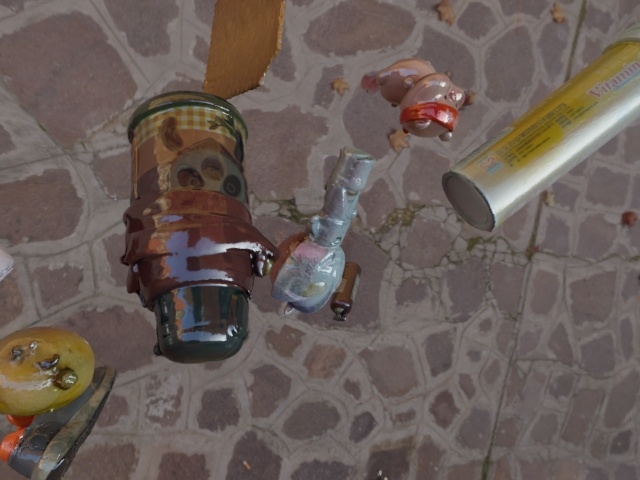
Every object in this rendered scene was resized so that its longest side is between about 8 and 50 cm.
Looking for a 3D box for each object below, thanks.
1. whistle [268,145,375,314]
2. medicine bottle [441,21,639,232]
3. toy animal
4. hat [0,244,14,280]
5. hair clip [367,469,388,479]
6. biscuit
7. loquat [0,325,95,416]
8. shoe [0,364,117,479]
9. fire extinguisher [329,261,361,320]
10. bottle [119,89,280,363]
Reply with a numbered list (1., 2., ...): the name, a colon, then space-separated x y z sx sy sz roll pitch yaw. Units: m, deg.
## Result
1. whistle: -0.001 -0.001 0.813 0.142 0.134 0.346 8 118 -30
2. medicine bottle: 0.205 -0.095 0.385 0.218 0.074 0.074 -36 108 -7
3. toy animal: 0.236 -0.325 1.049 0.171 0.171 0.198 -21 66 -21
4. hat: -0.414 0.024 0.472 0.203 0.203 0.126 -46 113 -14
5. hair clip: 0.049 0.301 0.283 0.084 0.292 0.106 -15 136 9
6. biscuit: -0.137 -0.367 0.807 0.013 0.232 0.237 12 81 -45
7. loquat: -0.480 0.225 0.784 0.172 0.204 0.150 15 73 -51
8. shoe: -0.574 0.368 0.980 0.170 0.336 0.132 26 103 -11
9. fire extinguisher: 0.080 0.163 1.407 0.071 0.099 0.231 33 44 -13
10. bottle: -0.125 -0.010 0.480 0.156 0.143 0.272 -13 70 9
